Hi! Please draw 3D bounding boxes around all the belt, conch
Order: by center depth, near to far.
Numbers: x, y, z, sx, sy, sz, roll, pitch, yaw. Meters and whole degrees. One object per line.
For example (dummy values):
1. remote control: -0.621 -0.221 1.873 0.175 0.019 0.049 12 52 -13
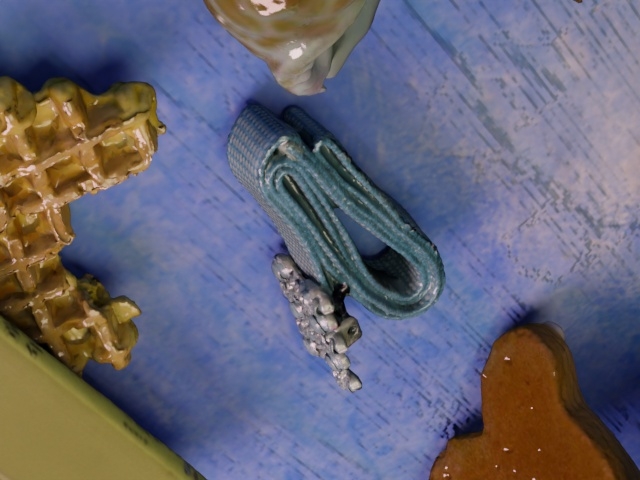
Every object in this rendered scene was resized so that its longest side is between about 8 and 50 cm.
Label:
1. conch: -0.011 -0.148 0.829 0.116 0.106 0.173 -44 157 -17
2. belt: -0.002 -0.003 0.985 0.100 0.065 0.179 -42 132 0

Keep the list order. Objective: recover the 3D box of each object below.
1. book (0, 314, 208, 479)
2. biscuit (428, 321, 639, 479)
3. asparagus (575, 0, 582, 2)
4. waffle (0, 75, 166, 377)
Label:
1. book: -0.231 0.126 0.963 0.239 0.035 0.352 -27 136 15
2. biscuit: 0.187 0.206 1.099 0.049 0.301 0.197 -11 138 -40
3. asparagus: 0.120 -0.187 0.920 0.013 0.016 0.166 -61 143 -30
4. waffle: -0.149 -0.005 0.911 0.149 0.051 0.194 4 126 -27
